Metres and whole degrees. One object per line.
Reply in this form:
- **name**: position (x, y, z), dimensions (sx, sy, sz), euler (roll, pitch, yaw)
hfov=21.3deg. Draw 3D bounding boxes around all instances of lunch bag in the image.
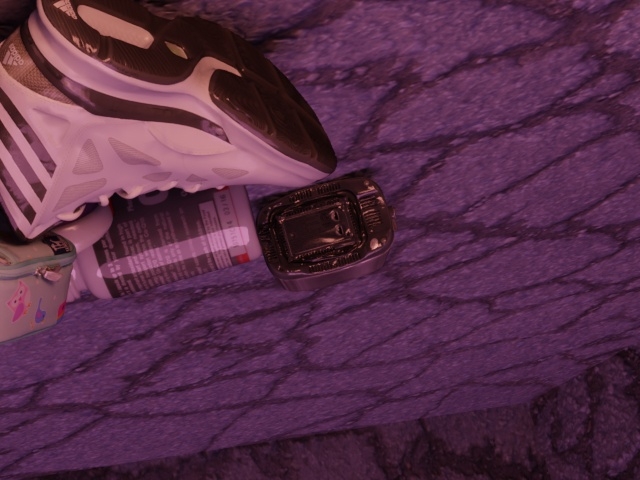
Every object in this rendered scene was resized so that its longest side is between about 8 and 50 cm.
- **lunch bag**: position (-0.406, 0.014, 1.799), dimensions (0.279, 0.107, 0.224), euler (20, -171, 16)

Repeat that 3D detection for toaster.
- **toaster**: position (0.000, 0.000, 2.456), dimensions (0.227, 0.129, 0.146), euler (-17, 165, -1)

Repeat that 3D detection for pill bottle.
- **pill bottle**: position (-0.228, -0.018, 2.139), dimensions (0.283, 0.161, 0.161), euler (-15, 163, -1)

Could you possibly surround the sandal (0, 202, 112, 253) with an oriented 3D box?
- **sandal**: position (-0.441, -0.030, 1.995), dimensions (0.416, 0.102, 0.169), euler (-6, -158, 15)

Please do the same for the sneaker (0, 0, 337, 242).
- **sneaker**: position (-0.198, -0.105, 1.801), dimensions (0.257, 0.169, 0.447), euler (-42, 144, 23)
